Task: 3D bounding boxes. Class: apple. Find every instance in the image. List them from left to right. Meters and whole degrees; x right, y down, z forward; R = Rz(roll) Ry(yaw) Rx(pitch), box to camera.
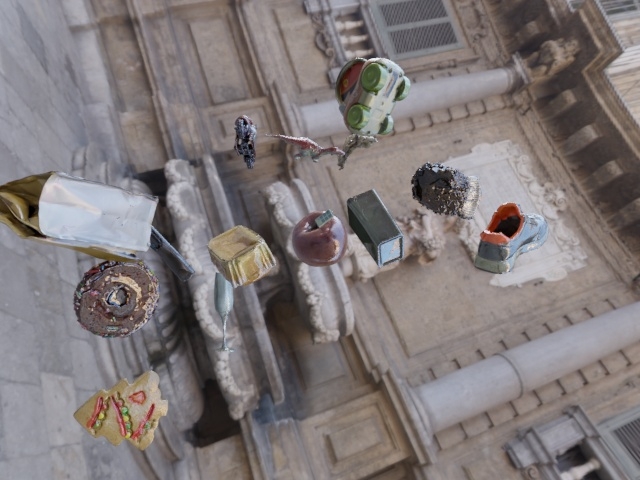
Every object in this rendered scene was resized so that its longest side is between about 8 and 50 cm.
[{"bbox_3d":[0.000,0.000,2.075,0.235,0.305,0.306,61,-5,-35],"label":"apple"}]

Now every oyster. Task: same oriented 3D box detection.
[{"bbox_3d":[0.136,-0.412,1.896,0.111,0.204,0.396,48,6,-10],"label":"oyster"}]

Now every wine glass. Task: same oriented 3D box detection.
[{"bbox_3d":[-0.306,0.221,1.343,0.074,0.073,0.263,157,-69,-76],"label":"wine glass"}]

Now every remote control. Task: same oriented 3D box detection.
[{"bbox_3d":[-0.483,0.041,1.329,0.212,0.059,0.028,49,20,-10],"label":"remote control"}]

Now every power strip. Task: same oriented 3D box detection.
[{"bbox_3d":[0.017,-0.095,1.806,0.016,0.090,0.040,23,35,-61],"label":"power strip"}]

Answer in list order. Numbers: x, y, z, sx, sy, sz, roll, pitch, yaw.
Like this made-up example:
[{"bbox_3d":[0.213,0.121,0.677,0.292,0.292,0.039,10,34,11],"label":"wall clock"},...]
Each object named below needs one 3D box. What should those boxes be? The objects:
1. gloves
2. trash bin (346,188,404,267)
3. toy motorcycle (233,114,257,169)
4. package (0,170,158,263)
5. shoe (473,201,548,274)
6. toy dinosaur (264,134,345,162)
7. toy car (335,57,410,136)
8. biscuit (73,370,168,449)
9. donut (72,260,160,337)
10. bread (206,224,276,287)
[{"bbox_3d":[0.495,-0.195,1.641,0.135,0.312,0.211,-111,-146,-51],"label":"gloves"},{"bbox_3d":[0.202,-0.044,1.543,0.164,0.122,0.241,76,-11,-49],"label":"trash bin"},{"bbox_3d":[-0.265,-0.360,1.517,0.213,0.084,0.118,85,0,-55],"label":"toy motorcycle"},{"bbox_3d":[-0.561,-0.033,0.997,0.311,0.221,0.165,20,60,-70],"label":"package"},{"bbox_3d":[0.568,-0.044,1.250,0.132,0.336,0.171,20,-51,44],"label":"shoe"},{"bbox_3d":[-0.059,-0.317,1.402,0.167,0.242,0.053,-5,-114,57],"label":"toy dinosaur"},{"bbox_3d":[0.127,-0.442,1.270,0.235,0.145,0.235,-1,-92,47],"label":"toy car"},{"bbox_3d":[-0.545,0.472,1.164,0.041,0.238,0.213,-11,-106,57],"label":"biscuit"},{"bbox_3d":[-0.581,0.157,1.200,0.089,0.235,0.235,9,-63,47],"label":"donut"},{"bbox_3d":[-0.225,0.043,1.173,0.241,0.136,0.107,24,-41,59],"label":"bread"}]
